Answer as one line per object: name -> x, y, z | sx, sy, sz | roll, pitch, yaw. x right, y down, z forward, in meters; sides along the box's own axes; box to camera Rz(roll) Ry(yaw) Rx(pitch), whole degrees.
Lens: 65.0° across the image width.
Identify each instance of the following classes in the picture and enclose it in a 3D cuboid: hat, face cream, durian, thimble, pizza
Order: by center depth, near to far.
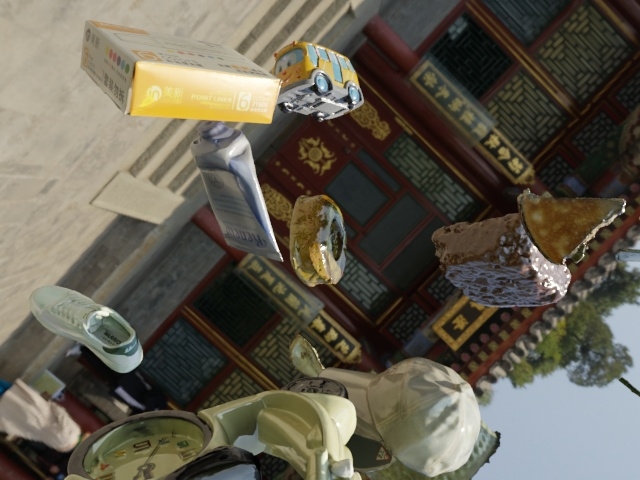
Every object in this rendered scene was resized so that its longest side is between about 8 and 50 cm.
hat -> 0.125, 0.267, 0.838 | 0.232, 0.274, 0.161 | -19, 119, -64
pizza -> 0.502, -0.046, 0.995 | 0.195, 0.185, 0.052 | -24, -170, 45
durian -> -0.019, 0.237, 1.003 | 0.066, 0.130, 0.052 | -24, -166, 31
thimble -> 0.225, 0.435, 1.045 | 0.270, 0.150, 0.271 | -40, 165, -13
face cream -> -0.240, -0.134, 1.400 | 0.234, 0.421, 0.137 | 13, -138, 35

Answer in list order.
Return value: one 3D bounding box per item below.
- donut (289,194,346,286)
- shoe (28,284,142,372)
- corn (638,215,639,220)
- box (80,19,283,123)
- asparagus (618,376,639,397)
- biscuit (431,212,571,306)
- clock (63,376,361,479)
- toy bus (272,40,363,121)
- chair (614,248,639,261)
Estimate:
donut -> 0.000, 0.000, 1.781 | 0.159, 0.330, 0.330 | -5, -151, 29
shoe -> -0.462, 0.152, 0.995 | 0.095, 0.264, 0.110 | -55, 176, -40
corn -> 0.863, -0.080, 1.212 | 0.210, 0.087, 0.087 | -31, -179, -18
box -> -0.237, -0.283, 0.861 | 0.273, 0.220, 0.091 | -10, 129, -43
asparagus -> 0.724, 0.354, 1.089 | 0.016, 0.162, 0.016 | -40, 158, -35
biscuit -> 0.602, 0.089, 1.689 | 0.342, 0.395, 0.167 | -10, -128, 50
clock -> -0.097, 0.270, 0.595 | 0.378, 0.121, 0.276 | -9, -167, -24
toy bus -> -0.010, -0.353, 1.104 | 0.126, 0.136, 0.209 | -14, 171, 42
chair -> 1.048, 0.090, 1.438 | 0.318, 0.186, 0.160 | -11, 167, 18
